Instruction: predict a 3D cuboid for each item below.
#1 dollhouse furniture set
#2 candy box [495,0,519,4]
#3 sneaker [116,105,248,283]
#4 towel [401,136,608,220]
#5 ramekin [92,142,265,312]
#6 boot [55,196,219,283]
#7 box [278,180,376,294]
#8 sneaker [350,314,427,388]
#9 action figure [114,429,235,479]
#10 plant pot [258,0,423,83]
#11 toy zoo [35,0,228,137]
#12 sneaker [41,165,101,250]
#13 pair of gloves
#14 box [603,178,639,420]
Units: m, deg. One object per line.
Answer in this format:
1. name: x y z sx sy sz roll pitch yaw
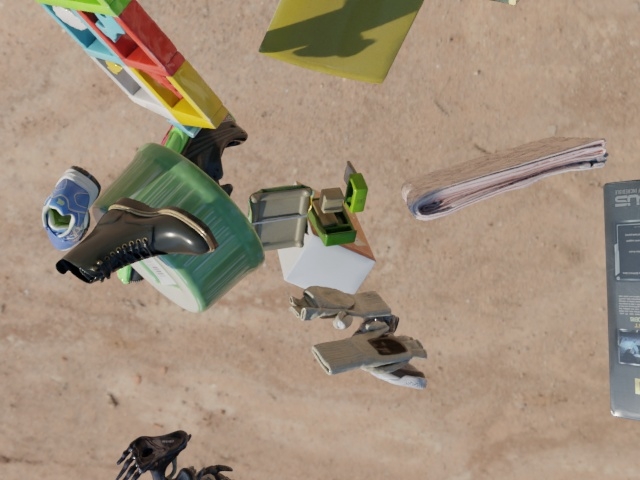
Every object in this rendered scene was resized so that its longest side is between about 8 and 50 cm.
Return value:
1. dollhouse furniture set: -0.057 -0.094 1.748 0.301 0.151 0.198 -8 135 -19
2. candy box: 0.309 -0.516 1.205 0.182 0.316 0.088 21 137 24
3. sneaker: -0.316 -0.107 1.613 0.202 0.483 0.185 31 166 -17
4. towel: 0.300 -0.113 1.230 0.316 0.332 0.054 -16 97 6
5. ramekin: -0.259 -0.011 1.246 0.303 0.148 0.303 36 158 17
6. boot: -0.246 0.019 0.943 0.197 0.137 0.077 9 136 36
7. box: 0.000 0.000 2.080 0.215 0.345 0.168 23 113 -23
8. sneaker: 0.170 0.262 1.738 0.101 0.153 0.268 20 179 -42
9. action figure: -0.140 0.326 0.805 0.141 0.164 0.276 -37 137 -7
10. plant pot: 0.041 -0.350 1.072 0.187 0.212 0.212 26 107 -7
11. toy zoo: -0.227 -0.224 0.825 0.192 0.030 0.293 23 162 41
12. sneaker: -0.422 -0.038 1.140 0.080 0.081 0.211 33 142 -4
13. pair of gloves: 0.062 0.152 1.273 0.204 0.240 0.042 2 119 -23
14. box: 0.311 0.042 0.468 0.059 0.184 0.232 0 177 -38
